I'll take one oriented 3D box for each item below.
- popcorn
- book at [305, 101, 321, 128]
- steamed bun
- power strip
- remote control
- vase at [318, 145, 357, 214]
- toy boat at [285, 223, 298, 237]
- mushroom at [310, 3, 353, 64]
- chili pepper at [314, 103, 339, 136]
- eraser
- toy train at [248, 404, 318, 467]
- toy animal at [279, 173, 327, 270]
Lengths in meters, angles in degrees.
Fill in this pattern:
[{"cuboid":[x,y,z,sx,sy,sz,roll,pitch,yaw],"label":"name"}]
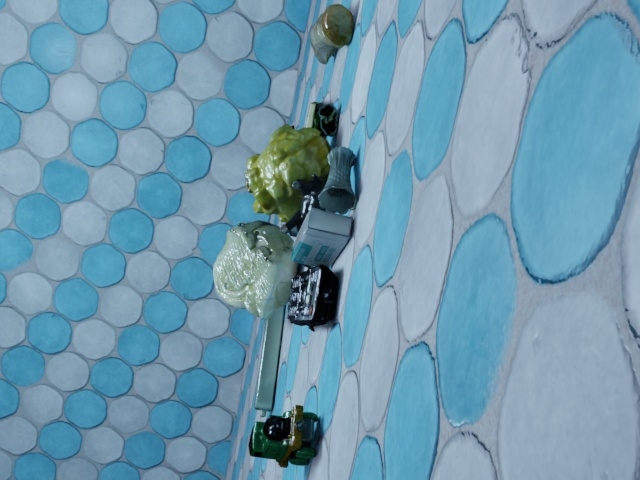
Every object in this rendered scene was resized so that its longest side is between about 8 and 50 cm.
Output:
[{"cuboid":[-0.080,-0.170,1.944,0.215,0.252,0.286,49,157,22],"label":"popcorn"},{"cuboid":[-0.030,-0.322,2.249,0.289,0.026,0.201,-76,-4,-79],"label":"book"},{"cuboid":[-0.176,0.085,2.286,0.268,0.207,0.280,29,112,34],"label":"steamed bun"},{"cuboid":[-0.169,0.386,2.441,0.091,0.062,0.385,114,164,-70],"label":"power strip"},{"cuboid":[-0.023,0.140,1.732,0.399,0.062,0.145,152,125,-78],"label":"remote control"},{"cuboid":[0.041,-0.133,1.565,0.081,0.081,0.149,108,172,-46],"label":"vase"},{"cuboid":[-0.071,-0.119,2.337,0.227,0.085,0.155,-107,16,-46],"label":"toy boat"},{"cuboid":[0.026,-0.577,2.075,0.351,0.095,0.123,-152,53,-83],"label":"mushroom"},{"cuboid":[0.006,-0.312,2.044,0.227,0.059,0.088,171,103,-83],"label":"chili pepper"},{"cuboid":[0.000,0.000,1.613,0.225,0.095,0.052,120,161,-68],"label":"eraser"},{"cuboid":[-0.080,0.417,1.572,0.228,0.136,0.091,109,167,-59],"label":"toy train"},{"cuboid":[-0.032,-0.034,1.812,0.137,0.082,0.270,-22,-53,-58],"label":"toy animal"}]
